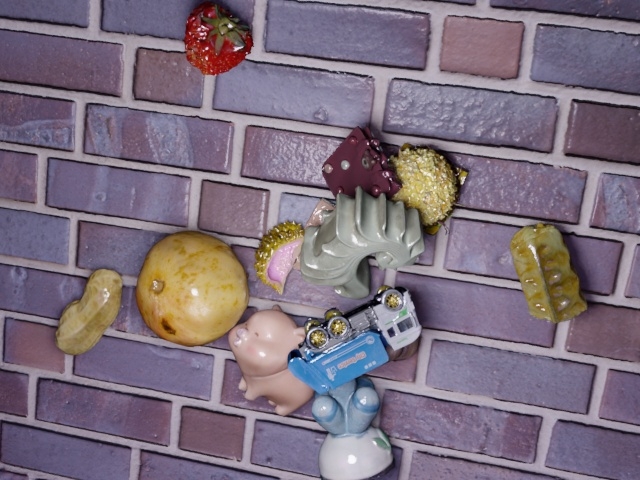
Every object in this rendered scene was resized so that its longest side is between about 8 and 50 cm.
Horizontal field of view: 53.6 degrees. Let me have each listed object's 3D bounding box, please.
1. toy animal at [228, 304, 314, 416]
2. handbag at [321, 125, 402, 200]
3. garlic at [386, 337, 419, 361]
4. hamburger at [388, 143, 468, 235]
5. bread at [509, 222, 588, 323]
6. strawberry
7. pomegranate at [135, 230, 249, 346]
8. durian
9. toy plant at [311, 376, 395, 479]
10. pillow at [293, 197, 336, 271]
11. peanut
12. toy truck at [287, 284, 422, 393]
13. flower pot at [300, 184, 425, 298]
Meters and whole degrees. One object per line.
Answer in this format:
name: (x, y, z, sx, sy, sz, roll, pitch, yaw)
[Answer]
toy animal: (-0.127, 0.347, 1.829, 0.326, 0.237, 0.269, 39, 81, -35)
handbag: (0.106, -0.174, 1.715, 0.216, 0.074, 0.203, -44, 66, 49)
garlic: (0.174, 0.277, 1.810, 0.214, 0.160, 0.191, -6, 98, 10)
hamburger: (0.274, -0.137, 1.740, 0.261, 0.138, 0.243, 24, 101, 6)
bread: (0.614, 0.082, 1.728, 0.152, 0.130, 0.268, -19, 94, 16)
strawberry: (-0.295, -0.549, 1.760, 0.201, 0.186, 0.184, -39, 56, 44)
pomegranate: (-0.344, 0.137, 1.805, 0.342, 0.342, 0.343, 1, 99, 9)
durian: (-0.126, 0.044, 1.844, 0.132, 0.165, 0.182, 17, 133, -17)
toy plant: (0.077, 0.511, 1.837, 0.247, 0.247, 0.332, -11, 93, 10)
pillow: (0.000, 0.000, 1.857, 0.126, 0.043, 0.233, 30, 105, 9)
peanut: (-0.708, 0.221, 1.957, 0.147, 0.147, 0.305, 41, 101, 1)
toy truck: (0.085, 0.254, 1.663, 0.367, 0.146, 0.175, -27, 94, -1)
flower pot: (0.092, 0.023, 1.693, 0.254, 0.165, 0.367, 20, 140, -24)
